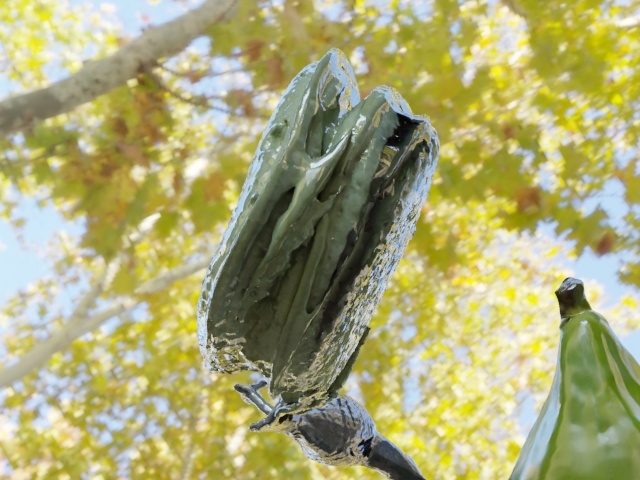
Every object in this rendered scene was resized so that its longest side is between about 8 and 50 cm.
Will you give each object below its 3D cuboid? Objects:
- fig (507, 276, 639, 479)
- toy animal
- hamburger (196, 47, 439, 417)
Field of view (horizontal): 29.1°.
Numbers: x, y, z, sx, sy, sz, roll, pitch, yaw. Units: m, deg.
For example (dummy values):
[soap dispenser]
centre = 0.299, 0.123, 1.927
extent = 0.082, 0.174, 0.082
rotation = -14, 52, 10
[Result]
[fig]
centre = 0.202, 0.219, 0.941
extent = 0.233, 0.233, 0.314
rotation = -18, -69, 43
[toy animal]
centre = -0.011, 0.195, 1.378
extent = 0.206, 0.367, 0.081
rotation = 33, -92, 41
[hamburger]
centre = 0.000, 0.000, 0.472
extent = 0.062, 0.133, 0.140
rotation = 23, -25, 5
